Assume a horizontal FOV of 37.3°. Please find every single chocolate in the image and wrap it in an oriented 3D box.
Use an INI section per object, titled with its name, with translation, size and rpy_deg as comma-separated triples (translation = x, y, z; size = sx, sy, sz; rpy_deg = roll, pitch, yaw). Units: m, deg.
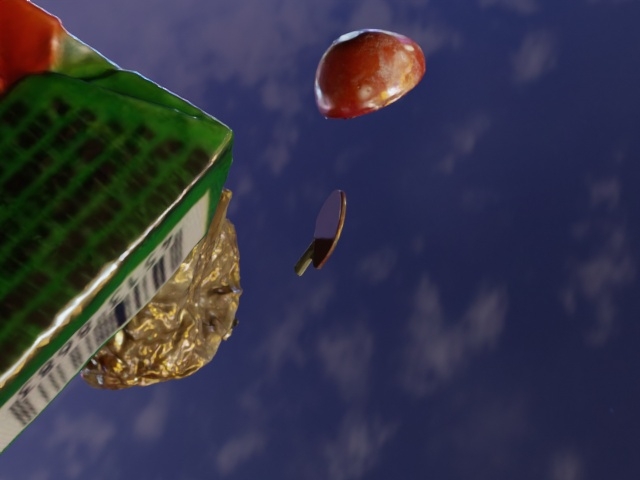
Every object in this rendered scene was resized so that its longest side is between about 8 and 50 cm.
[chocolate]
translation = -0.305, -0.022, 0.814
size = 0.341, 0.161, 0.360
rpy_deg = 35, -112, 16

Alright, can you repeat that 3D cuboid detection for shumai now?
[shumai]
translation = -0.230, 0.020, 1.275
size = 0.217, 0.283, 0.346
rpy_deg = 17, -133, 17

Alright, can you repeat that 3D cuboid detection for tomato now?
[tomato]
translation = 0.059, -0.234, 1.248
size = 0.139, 0.091, 0.159
rpy_deg = 10, -141, 47

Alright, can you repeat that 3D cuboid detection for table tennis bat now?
[table tennis bat]
translation = 0.000, 0.000, 1.131
size = 0.156, 0.013, 0.087
rpy_deg = 126, -27, -53
